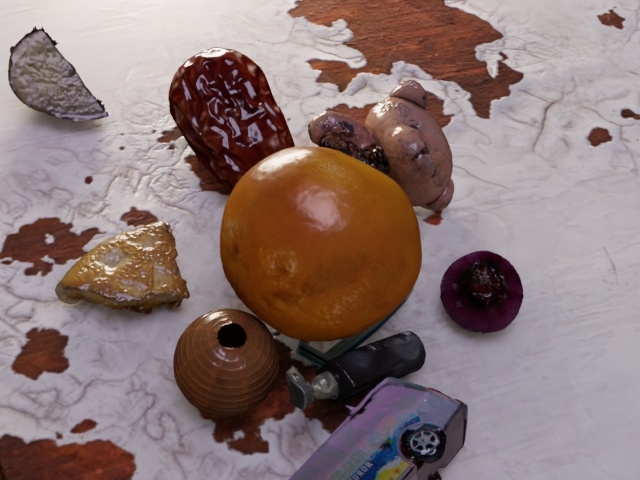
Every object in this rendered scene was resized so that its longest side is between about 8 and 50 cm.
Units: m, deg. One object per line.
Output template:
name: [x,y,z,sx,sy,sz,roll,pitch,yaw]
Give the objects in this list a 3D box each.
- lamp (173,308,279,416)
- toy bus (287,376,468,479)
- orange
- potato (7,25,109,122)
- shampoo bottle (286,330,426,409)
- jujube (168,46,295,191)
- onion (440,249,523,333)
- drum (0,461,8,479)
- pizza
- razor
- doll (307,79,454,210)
lamp: [-0.117,0.152,1.438,0.136,0.136,0.136,4,50,-5]
toy bus: [0.044,0.295,1.360,0.138,0.112,0.317,27,50,28]
orange: [0.000,0.000,1.469,0.261,0.261,0.261,4,50,-5]
potato: [-0.410,-0.229,1.764,0.100,0.089,0.172,-42,97,-12]
shampoo bottle: [0.044,0.164,1.458,0.207,0.057,0.063,-15,66,-41]
jujube: [-0.127,-0.175,1.701,0.155,0.155,0.230,-23,63,-24]
onion: [0.221,0.069,1.573,0.115,0.104,0.115,-2,64,4]
drum: [-0.433,0.249,1.128,0.214,0.431,0.431,-21,56,-23]
pizza: [-0.244,0.048,1.558,0.161,0.062,0.182,23,46,20]
razor: [0.058,0.116,1.551,0.191,0.037,0.068,-35,42,-30]
doll: [0.067,-0.099,1.639,0.303,0.156,0.201,-26,98,-27]
